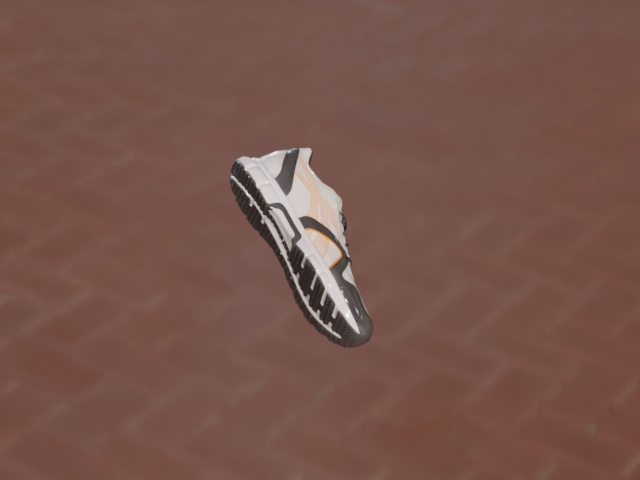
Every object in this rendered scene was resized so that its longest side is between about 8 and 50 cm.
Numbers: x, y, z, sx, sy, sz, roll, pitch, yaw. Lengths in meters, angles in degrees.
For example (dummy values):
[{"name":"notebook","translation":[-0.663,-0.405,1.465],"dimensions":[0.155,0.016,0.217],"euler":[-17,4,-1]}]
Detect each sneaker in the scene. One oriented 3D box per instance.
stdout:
[{"name":"sneaker","translation":[0.000,0.000,0.842],"dimensions":[0.043,0.040,0.109],"euler":[-22,74,-26]}]
